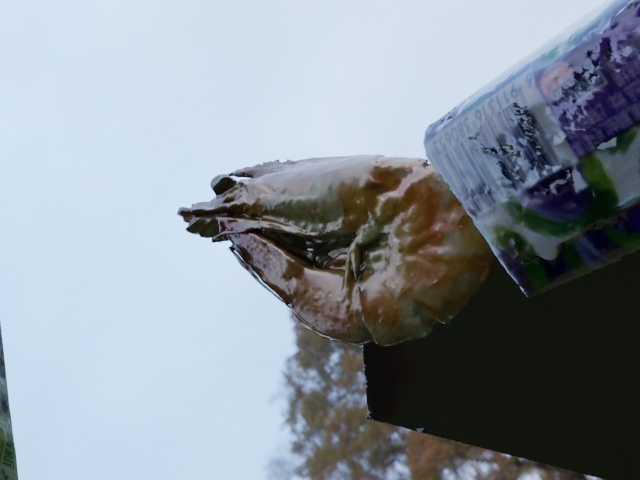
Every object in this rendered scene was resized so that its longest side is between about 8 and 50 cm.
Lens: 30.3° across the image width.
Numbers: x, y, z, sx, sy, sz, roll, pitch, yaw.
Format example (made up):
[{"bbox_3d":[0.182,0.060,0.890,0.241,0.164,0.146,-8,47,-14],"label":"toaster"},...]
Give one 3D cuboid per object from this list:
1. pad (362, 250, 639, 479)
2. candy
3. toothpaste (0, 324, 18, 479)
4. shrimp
[{"bbox_3d":[0.189,0.082,1.012,0.007,0.367,0.248,-29,-58,-52],"label":"pad"},{"bbox_3d":[0.143,-0.061,0.392,0.061,0.088,0.312,-33,0,-29],"label":"candy"},{"bbox_3d":[-0.343,0.157,1.210,0.048,0.297,0.075,-18,-23,9],"label":"toothpaste"},{"bbox_3d":[-0.001,0.000,0.923,0.062,0.294,0.154,36,-112,-50],"label":"shrimp"}]
